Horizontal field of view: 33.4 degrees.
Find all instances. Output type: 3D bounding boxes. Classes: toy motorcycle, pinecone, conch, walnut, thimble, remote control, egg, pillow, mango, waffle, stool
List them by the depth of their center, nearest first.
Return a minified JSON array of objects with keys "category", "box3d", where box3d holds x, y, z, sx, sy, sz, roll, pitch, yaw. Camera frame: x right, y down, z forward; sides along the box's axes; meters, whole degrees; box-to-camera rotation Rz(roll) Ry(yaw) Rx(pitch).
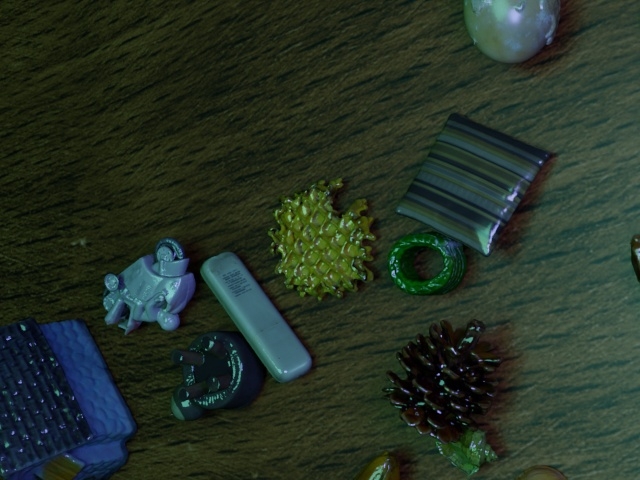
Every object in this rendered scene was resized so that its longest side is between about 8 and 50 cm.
[{"category":"walnut","box3d":[0.352,0.426,1.772,0.121,0.052,0.091,-43,63,21]},{"category":"egg","box3d":[0.319,-0.395,1.782,0.164,0.164,0.202,-8,77,32]},{"category":"pinecone","box3d":[0.212,0.228,1.805,0.185,0.168,0.212,30,86,20]},{"category":"conch","box3d":[0.248,0.359,1.828,0.121,0.074,0.089,13,97,31]},{"category":"pillow","box3d":[0.259,-0.098,1.843,0.208,0.052,0.212,29,86,34]},{"category":"thimble","box3d":[0.189,0.040,1.877,0.130,0.090,0.118,-31,74,28]},{"category":"mango","box3d":[0.095,0.452,1.911,0.084,0.105,0.159,39,94,-3]},{"category":"waffle","box3d":[0.000,0.000,2.026,0.231,0.051,0.229,-13,83,32]},{"category":"remote control","box3d":[-0.126,0.143,2.076,0.309,0.090,0.038,51,150,23]},{"category":"stool","box3d":[-0.214,0.275,2.091,0.153,0.139,0.228,33,102,31]},{"category":"toy motorcycle","box3d":[-0.348,0.114,2.212,0.260,0.110,0.171,-38,80,30]}]

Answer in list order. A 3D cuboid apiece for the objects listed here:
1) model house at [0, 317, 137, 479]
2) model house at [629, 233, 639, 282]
[{"category":"model house","box3d":[-0.630,0.378,2.235,0.297,0.339,0.360,-39,68,22]},{"category":"model house","box3d":[0.565,0.049,1.583,0.229,0.199,0.220,20,85,28]}]
